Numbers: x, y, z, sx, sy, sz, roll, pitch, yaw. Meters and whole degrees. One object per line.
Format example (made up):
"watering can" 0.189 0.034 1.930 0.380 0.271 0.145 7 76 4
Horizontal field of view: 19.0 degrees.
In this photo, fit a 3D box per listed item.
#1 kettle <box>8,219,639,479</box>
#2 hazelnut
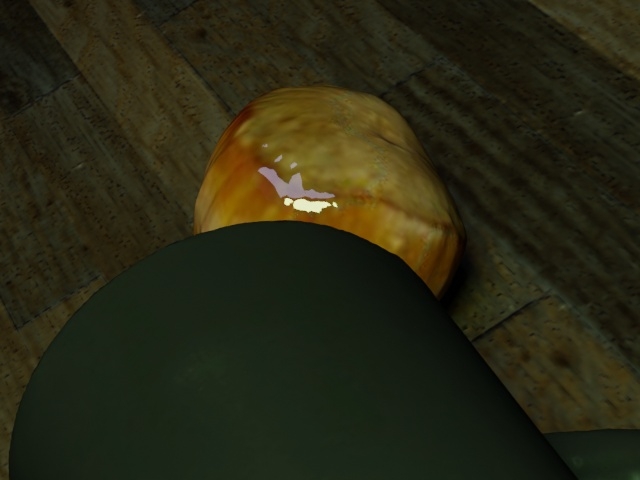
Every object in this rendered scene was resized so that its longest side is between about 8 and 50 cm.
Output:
"kettle" 0.045 0.156 0.720 0.203 0.262 0.308 -59 33 11
"hazelnut" 0.000 0.000 0.992 0.150 0.150 0.150 -20 35 14
